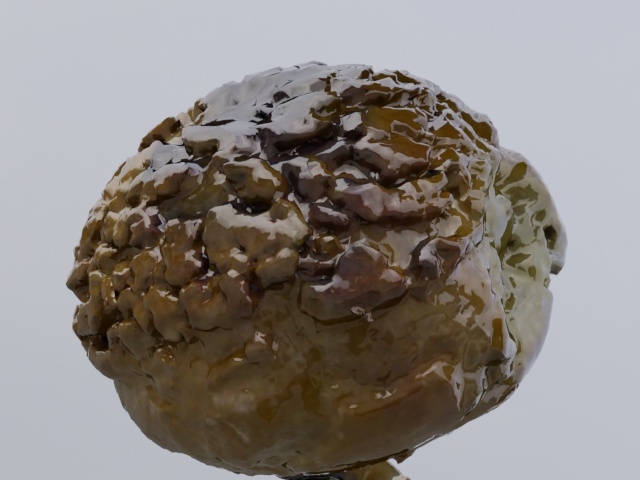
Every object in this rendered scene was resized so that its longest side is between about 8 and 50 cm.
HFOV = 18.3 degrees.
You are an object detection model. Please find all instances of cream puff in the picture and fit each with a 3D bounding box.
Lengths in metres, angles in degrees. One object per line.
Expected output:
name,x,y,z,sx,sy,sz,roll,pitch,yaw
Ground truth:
cream puff,0.000,0.000,1.297,0.327,0.343,0.231,17,-49,60

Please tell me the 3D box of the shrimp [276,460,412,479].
shrimp,0.003,0.219,1.522,0.059,0.145,0.254,-8,21,-42
